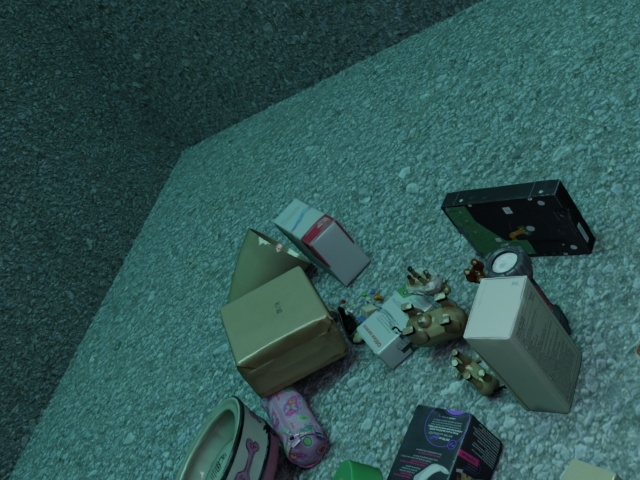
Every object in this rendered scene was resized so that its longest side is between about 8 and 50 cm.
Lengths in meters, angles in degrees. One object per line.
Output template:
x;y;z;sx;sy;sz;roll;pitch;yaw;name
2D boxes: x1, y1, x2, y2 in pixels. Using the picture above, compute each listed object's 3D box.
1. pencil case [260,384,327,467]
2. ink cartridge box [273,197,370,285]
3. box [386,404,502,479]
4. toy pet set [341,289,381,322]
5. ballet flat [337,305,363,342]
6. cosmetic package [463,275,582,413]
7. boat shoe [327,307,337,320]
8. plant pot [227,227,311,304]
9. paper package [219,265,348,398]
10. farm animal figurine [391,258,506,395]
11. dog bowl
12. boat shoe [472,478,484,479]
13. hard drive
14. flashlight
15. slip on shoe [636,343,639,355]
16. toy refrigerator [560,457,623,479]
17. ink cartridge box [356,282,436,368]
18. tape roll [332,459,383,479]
-0.079;0.510;1.965;0.124;0.124;0.284;-43;30;0;pencil case
0.000;0.000;2.391;0.131;0.226;0.306;-46;32;-6;ink cartridge box
0.262;0.523;1.537;0.165;0.143;0.270;-4;49;49;box
0.141;0.217;2.138;0.122;0.065;0.114;-15;26;-23;toy pet set
0.088;0.261;2.143;0.057;0.049;0.173;-43;31;2;ballet flat
0.448;0.231;1.520;0.113;0.309;0.160;-8;45;44;cosmetic package
-0.013;0.271;2.240;0.152;0.056;0.049;-36;27;12;boat shoe
-0.210;0.135;2.479;0.274;0.256;0.256;-60;32;2;plant pot
-0.119;0.270;2.097;0.309;0.168;0.325;-27;30;-4;paper package
0.352;0.227;1.774;0.327;0.172;0.330;-3;62;35;farm animal figurine
-0.260;0.639;1.881;0.408;0.150;0.408;-53;17;24;dog bowl
0.250;0.574;1.325;0.123;0.116;0.324;-13;23;43;boat shoe
0.520;-0.050;1.853;0.339;0.237;0.064;-6;46;46;hard drive
0.484;0.134;1.602;0.103;0.304;0.103;-52;32;-16;flashlight
0.707;0.308;1.348;0.331;0.123;0.101;-93;25;-46;slip on shoe
0.476;0.560;1.305;0.269;0.094;0.102;-54;26;-19;toy refrigerator
0.225;0.240;1.977;0.208;0.087;0.153;-42;31;1;ink cartridge box
0.053;0.647;1.516;0.321;0.077;0.321;-162;90;-86;tape roll
